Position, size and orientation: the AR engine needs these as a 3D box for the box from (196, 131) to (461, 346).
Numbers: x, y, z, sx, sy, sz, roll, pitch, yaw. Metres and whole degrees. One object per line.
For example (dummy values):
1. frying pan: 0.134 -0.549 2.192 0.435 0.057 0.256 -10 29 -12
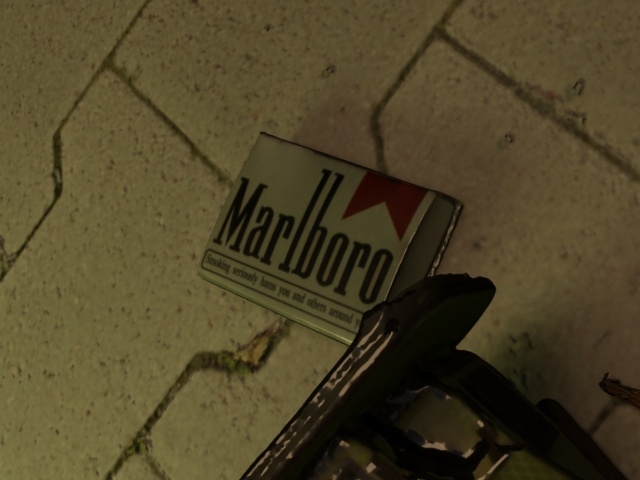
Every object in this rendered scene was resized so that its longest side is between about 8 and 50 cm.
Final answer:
1. box: 0.000 0.000 1.026 0.177 0.036 0.115 21 85 44

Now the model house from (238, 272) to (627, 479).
1. model house: 0.102 0.182 0.797 0.279 0.205 0.218 41 103 13

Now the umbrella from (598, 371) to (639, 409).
1. umbrella: 0.185 0.091 0.837 0.083 0.031 0.020 29 123 46
